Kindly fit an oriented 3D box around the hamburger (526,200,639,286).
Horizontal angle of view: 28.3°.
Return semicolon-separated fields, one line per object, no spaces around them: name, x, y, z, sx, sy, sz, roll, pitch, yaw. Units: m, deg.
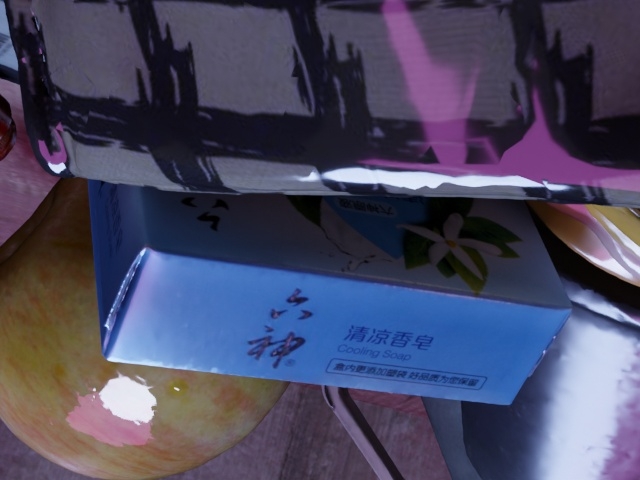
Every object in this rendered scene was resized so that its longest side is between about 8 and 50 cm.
hamburger;0.211;-0.095;0.676;0.276;0.276;0.237;14;175;0

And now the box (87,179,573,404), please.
box;0.000;0.000;0.670;0.232;0.142;0.083;10;129;-22

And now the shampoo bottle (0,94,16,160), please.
shampoo bottle;-0.330;-0.129;1.072;0.102;0.064;0.260;11;168;11

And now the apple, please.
apple;-0.213;0.082;1.479;0.346;0.391;0.391;45;153;-22

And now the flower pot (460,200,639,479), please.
flower pot;0.234;0.073;0.960;0.379;0.251;0.379;11;-153;-6

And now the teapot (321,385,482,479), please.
teapot;0.172;0.145;1.237;0.300;0.344;0.253;-38;168;15

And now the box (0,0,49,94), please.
box;-0.241;-0.200;1.012;0.350;0.091;0.359;21;166;-24

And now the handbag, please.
handbag;0.018;-0.176;0.462;0.325;0.162;0.327;4;124;26
